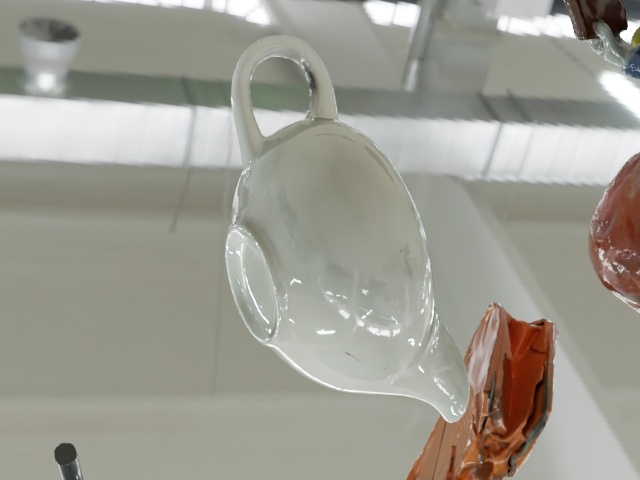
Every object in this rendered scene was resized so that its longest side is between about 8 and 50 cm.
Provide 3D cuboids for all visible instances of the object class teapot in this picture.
[{"bbox_3d":[0.000,0.000,0.660,0.092,0.145,0.226,-17,-92,-26],"label":"teapot"}]

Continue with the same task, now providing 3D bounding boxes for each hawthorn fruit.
[{"bbox_3d":[0.455,-0.034,1.536,0.242,0.242,0.271,9,-111,-6],"label":"hawthorn fruit"}]

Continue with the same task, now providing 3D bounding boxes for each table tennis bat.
[{"bbox_3d":[-0.297,0.340,1.563,0.027,0.236,0.150,-17,-138,-16],"label":"table tennis bat"}]

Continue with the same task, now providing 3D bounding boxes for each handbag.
[{"bbox_3d":[0.233,0.318,1.887,0.116,0.410,0.303,20,-150,0],"label":"handbag"}]

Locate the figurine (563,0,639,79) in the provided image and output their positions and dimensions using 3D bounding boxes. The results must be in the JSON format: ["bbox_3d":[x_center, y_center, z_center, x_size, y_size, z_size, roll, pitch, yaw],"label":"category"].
[{"bbox_3d":[0.394,-0.231,1.272,0.284,0.204,0.338,20,-161,-18],"label":"figurine"}]
